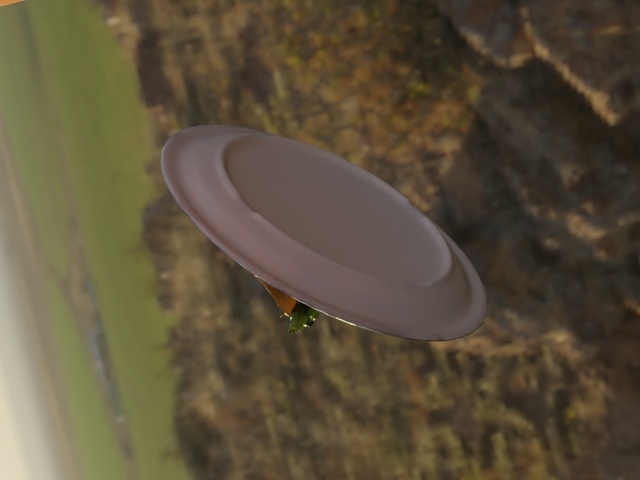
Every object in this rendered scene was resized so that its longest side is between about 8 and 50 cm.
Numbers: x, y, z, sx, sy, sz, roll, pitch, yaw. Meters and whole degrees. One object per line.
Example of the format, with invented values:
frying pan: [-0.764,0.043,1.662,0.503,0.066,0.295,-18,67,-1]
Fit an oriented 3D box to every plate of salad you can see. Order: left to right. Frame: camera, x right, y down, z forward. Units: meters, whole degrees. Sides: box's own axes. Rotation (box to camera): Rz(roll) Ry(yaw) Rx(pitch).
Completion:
plate of salad: [0.000,0.000,0.945,0.048,0.199,0.200,-62,32,23]

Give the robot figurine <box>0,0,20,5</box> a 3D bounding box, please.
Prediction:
robot figurine: [-0.094,-0.157,0.641,0.128,0.219,0.158,65,153,11]
